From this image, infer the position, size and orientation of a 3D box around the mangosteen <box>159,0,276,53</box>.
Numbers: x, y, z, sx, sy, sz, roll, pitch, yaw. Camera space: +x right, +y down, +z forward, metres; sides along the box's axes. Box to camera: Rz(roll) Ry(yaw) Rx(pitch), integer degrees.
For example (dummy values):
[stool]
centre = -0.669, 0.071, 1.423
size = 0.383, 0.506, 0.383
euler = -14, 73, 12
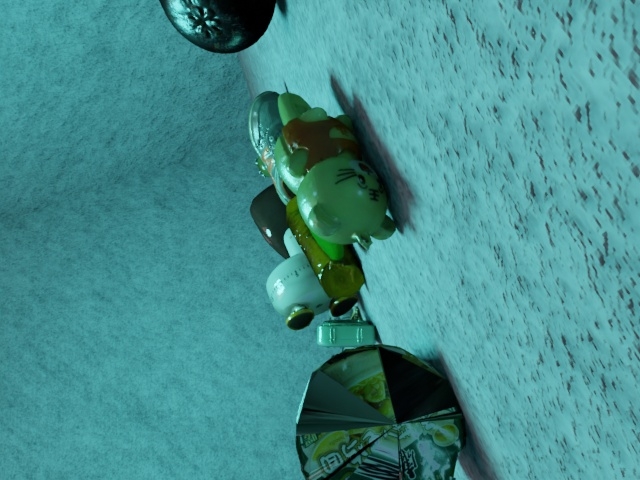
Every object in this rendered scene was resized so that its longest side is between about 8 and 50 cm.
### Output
[mangosteen]
centre = -0.181, -0.458, 0.804
size = 0.216, 0.216, 0.216
euler = 160, 90, -85

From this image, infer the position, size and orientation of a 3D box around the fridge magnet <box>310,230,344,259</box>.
[fridge magnet]
centre = 0.010, -0.062, 0.890
size = 0.208, 0.088, 0.207
euler = 159, 90, -85

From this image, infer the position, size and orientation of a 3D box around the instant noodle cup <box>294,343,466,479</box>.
[instant noodle cup]
centre = 0.087, 0.270, 0.685
size = 0.178, 0.240, 0.240
euler = 58, -169, -76

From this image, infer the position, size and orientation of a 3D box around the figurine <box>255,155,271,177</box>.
[figurine]
centre = -0.157, -0.296, 1.529
size = 0.250, 0.141, 0.166
euler = 84, 167, -71

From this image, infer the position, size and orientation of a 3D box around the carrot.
[carrot]
centre = 0.000, 0.000, 1.095
size = 0.114, 0.114, 0.301
euler = 75, 170, -48

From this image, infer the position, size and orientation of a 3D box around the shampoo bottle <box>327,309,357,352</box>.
[shampoo bottle]
centre = 0.104, 0.328, 1.435
size = 0.303, 0.092, 0.092
euler = -119, 10, -56

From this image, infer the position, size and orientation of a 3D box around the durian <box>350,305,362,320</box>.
[durian]
centre = 0.113, 0.244, 1.383
size = 0.130, 0.052, 0.066
euler = 86, -158, -63

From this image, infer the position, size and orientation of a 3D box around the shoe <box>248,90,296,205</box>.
[shoe]
centre = -0.088, -0.219, 1.193
size = 0.171, 0.132, 0.336
euler = -131, 19, -64

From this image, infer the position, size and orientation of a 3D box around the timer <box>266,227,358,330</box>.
[timer]
centre = -0.039, 0.100, 1.250
size = 0.233, 0.234, 0.240
euler = 78, 167, -60

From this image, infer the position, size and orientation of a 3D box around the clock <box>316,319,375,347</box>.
[clock]
centre = 0.065, 0.243, 1.200
size = 0.188, 0.148, 0.060
euler = 83, -174, -84

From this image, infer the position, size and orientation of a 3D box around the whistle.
[whistle]
centre = 0.006, -0.103, 0.606
size = 0.106, 0.131, 0.288
euler = -50, 50, 38

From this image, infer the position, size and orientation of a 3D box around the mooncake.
[mooncake]
centre = -0.110, -0.054, 1.588
size = 0.325, 0.174, 0.334
euler = 54, -179, 30
